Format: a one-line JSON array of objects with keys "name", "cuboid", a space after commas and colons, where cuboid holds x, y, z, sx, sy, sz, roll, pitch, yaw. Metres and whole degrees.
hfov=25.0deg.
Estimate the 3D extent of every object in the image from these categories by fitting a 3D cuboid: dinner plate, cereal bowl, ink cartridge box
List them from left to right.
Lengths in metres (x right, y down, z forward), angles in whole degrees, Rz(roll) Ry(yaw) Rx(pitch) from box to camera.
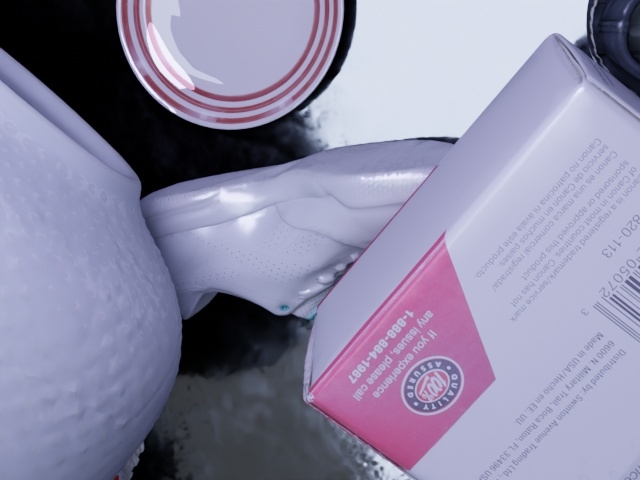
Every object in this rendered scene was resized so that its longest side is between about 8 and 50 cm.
[{"name": "cereal bowl", "cuboid": [-0.198, -0.029, 0.754, 0.339, 0.339, 0.141, 42, 91, 6]}, {"name": "dinner plate", "cuboid": [-0.053, -0.136, 0.850, 0.141, 0.017, 0.141, 2, 98, 15]}, {"name": "ink cartridge box", "cuboid": [0.164, 0.067, 0.729, 0.283, 0.117, 0.207, 37, 106, -11]}]

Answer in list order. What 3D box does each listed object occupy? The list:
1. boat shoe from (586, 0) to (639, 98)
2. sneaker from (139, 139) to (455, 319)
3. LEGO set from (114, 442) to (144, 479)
[{"name": "boat shoe", "cuboid": [0.298, -0.120, 0.703, 0.340, 0.113, 0.127, 1, 98, 16]}, {"name": "sneaker", "cuboid": [0.000, 0.000, 0.831, 0.212, 0.080, 0.094, -9, 102, 26]}, {"name": "LEGO set", "cuboid": [-0.125, 0.251, 0.901, 0.182, 0.060, 0.244, 52, 121, 18]}]
